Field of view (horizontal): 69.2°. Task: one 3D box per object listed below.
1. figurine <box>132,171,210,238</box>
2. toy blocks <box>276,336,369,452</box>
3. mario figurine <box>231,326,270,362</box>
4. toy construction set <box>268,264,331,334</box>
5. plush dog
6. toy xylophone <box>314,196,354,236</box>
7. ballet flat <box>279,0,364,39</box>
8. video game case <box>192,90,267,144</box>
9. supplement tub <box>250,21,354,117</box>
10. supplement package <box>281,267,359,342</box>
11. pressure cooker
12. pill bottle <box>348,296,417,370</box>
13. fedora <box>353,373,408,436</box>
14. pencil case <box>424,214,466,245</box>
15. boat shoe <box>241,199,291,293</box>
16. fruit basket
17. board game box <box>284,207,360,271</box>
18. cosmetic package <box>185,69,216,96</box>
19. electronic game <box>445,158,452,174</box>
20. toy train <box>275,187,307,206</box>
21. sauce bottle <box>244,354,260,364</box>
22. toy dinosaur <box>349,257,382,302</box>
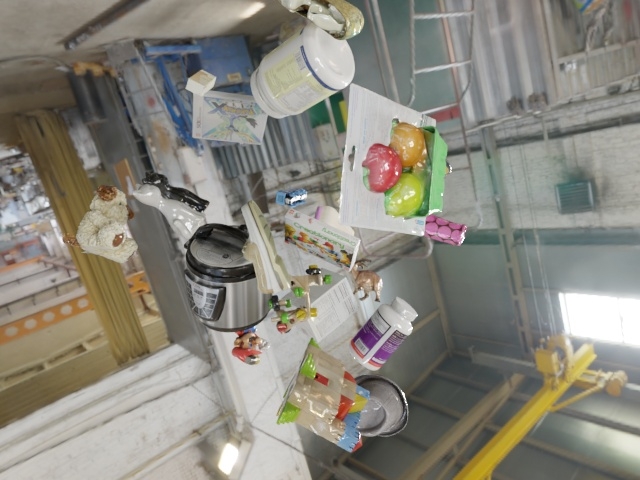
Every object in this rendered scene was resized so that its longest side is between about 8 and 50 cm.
[{"bbox_3d":[-0.446,-0.116,1.373,0.092,0.209,0.215,-49,-160,12],"label":"figurine"},{"bbox_3d":[0.034,0.491,1.473,0.260,0.191,0.381,28,-164,0],"label":"toy blocks"},{"bbox_3d":[-0.314,0.408,2.135,0.198,0.321,0.170,6,147,-23],"label":"mario figurine"},{"bbox_3d":[-0.064,0.229,1.773,0.237,0.258,0.309,-11,149,-2],"label":"toy construction set"},{"bbox_3d":[-0.727,-0.070,1.571,0.210,0.226,0.262,14,161,-5],"label":"plush dog"},{"bbox_3d":[0.093,-0.079,2.510,0.081,0.323,0.236,-10,-138,34],"label":"toy xylophone"},{"bbox_3d":[-0.033,-0.721,1.414,0.123,0.348,0.123,-58,176,-6],"label":"ballet flat"},{"bbox_3d":[-0.413,-0.554,2.115,0.328,0.036,0.300,3,153,-15],"label":"video game case"},{"bbox_3d":[-0.069,-0.587,1.633,0.324,0.236,0.235,-17,-172,41],"label":"supplement tub"},{"bbox_3d":[0.000,0.297,2.177,0.262,0.198,0.199,-36,-152,-24],"label":"supplement package"},{"bbox_3d":[-0.384,0.124,1.966,0.369,0.421,0.375,-5,-147,-16],"label":"pressure cooker"},{"bbox_3d":[0.284,0.414,2.087,0.323,0.181,0.181,-51,-174,12],"label":"pill bottle"},{"bbox_3d":[0.176,0.609,1.652,0.275,0.244,0.124,-38,171,35],"label":"fedora"},{"bbox_3d":[0.469,-0.052,1.828,0.209,0.095,0.098,23,-136,27],"label":"pencil case"},{"bbox_3d":[-0.193,0.029,1.450,0.103,0.302,0.113,-19,-171,7],"label":"boat shoe"},{"bbox_3d":[0.172,-0.184,1.176,0.353,0.327,0.165,4,180,-39],"label":"fruit basket"},{"bbox_3d":[0.000,0.000,1.849,0.305,0.193,0.053,24,-121,11],"label":"board game box"},{"bbox_3d":[-0.409,-0.541,1.593,0.060,0.041,0.115,25,-145,-7],"label":"cosmetic package"},{"bbox_3d":[0.451,-0.345,1.971,0.048,0.229,0.229,-61,-162,-1],"label":"electronic game"},{"bbox_3d":[-0.141,-0.220,2.321,0.105,0.080,0.184,19,-157,24],"label":"toy train"},{"bbox_3d":[-0.269,0.470,1.824,0.042,0.042,0.128,-15,168,3],"label":"sauce bottle"},{"bbox_3d":[0.233,0.189,2.312,0.127,0.295,0.200,-12,-126,52],"label":"toy dinosaur"}]
